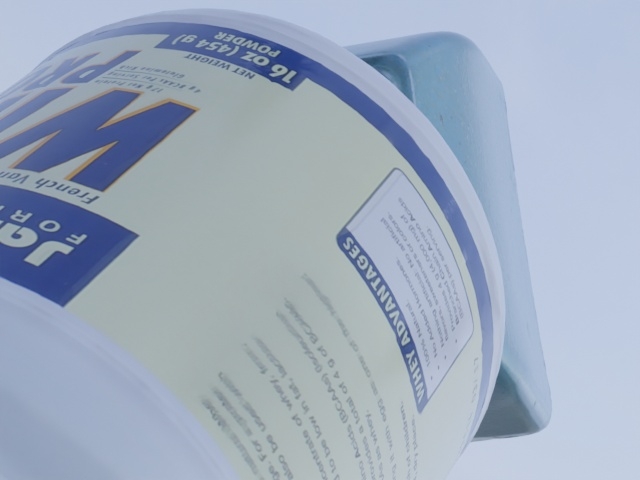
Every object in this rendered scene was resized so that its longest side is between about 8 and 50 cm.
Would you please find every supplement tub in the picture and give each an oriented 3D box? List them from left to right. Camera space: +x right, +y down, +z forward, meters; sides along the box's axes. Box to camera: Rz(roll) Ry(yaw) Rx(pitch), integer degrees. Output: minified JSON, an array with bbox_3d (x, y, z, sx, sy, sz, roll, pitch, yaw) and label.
[{"bbox_3d":[-0.087,0.077,0.671,0.235,0.325,0.235,11,-60,19],"label":"supplement tub"}]

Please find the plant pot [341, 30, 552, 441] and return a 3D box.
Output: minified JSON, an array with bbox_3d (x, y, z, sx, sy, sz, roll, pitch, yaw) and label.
[{"bbox_3d":[0.000,0.000,1.157,0.247,0.247,0.252,-9,-11,6],"label":"plant pot"}]
